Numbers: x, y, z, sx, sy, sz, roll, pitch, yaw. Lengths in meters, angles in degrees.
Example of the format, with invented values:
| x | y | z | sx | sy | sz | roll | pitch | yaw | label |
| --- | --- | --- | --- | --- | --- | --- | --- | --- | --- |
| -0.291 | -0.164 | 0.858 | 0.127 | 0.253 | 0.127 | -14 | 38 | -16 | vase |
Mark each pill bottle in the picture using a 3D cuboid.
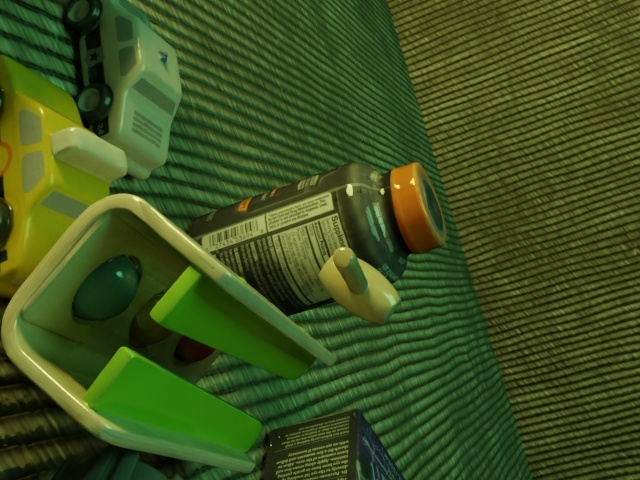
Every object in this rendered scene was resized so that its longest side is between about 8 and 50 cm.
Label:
| x | y | z | sx | sy | sz | roll | pitch | yaw | label |
| --- | --- | --- | --- | --- | --- | --- | --- | --- | --- |
| 0.000 | 0.000 | 0.875 | 0.130 | 0.246 | 0.130 | -18 | 90 | -72 | pill bottle |

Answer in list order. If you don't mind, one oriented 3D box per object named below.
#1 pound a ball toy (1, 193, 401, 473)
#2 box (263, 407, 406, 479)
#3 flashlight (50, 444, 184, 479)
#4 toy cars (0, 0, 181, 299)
| x | y | z | sx | sy | sz | roll | pitch | yaw | label |
| --- | --- | --- | --- | --- | --- | --- | --- | --- | --- |
| -0.071 | 0.050 | 0.663 | 0.136 | 0.208 | 0.319 | 36 | -5 | 23 | pound a ball toy |
| 0.017 | 0.301 | 0.858 | 0.207 | 0.108 | 0.153 | -87 | 153 | -50 | box |
| -0.154 | 0.242 | 0.440 | 0.304 | 0.103 | 0.103 | -72 | 171 | -59 | flashlight |
| -0.179 | -0.105 | 0.710 | 0.393 | 0.087 | 0.176 | -78 | 146 | -57 | toy cars |
